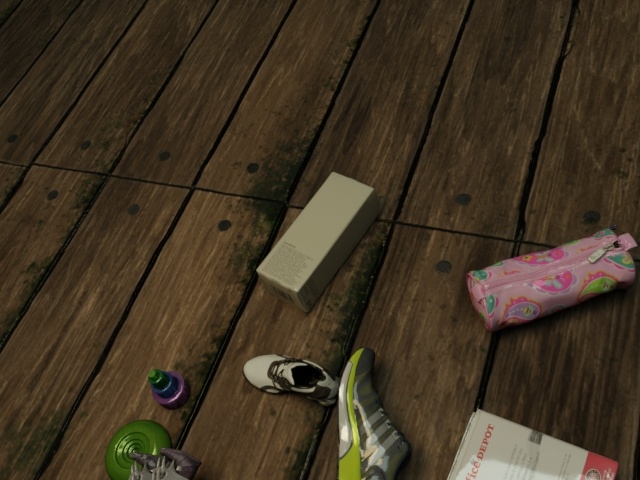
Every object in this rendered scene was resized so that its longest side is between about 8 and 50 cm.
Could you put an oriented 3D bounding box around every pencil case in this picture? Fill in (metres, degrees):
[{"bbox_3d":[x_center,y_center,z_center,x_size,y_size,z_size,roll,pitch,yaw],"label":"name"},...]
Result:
[{"bbox_3d":[0.405,0.067,1.171,0.284,0.124,0.124,-18,54,4],"label":"pencil case"}]

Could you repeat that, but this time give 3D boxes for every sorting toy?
[{"bbox_3d":[-0.357,0.382,1.166,0.127,0.126,0.365,15,63,25],"label":"sorting toy"}]

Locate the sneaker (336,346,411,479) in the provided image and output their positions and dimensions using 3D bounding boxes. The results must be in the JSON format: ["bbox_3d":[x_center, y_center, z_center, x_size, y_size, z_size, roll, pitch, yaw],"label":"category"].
[{"bbox_3d":[0.089,0.323,1.107,0.121,0.111,0.300,0,62,3],"label":"sneaker"}]

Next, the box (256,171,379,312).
[{"bbox_3d":[0.000,0.000,1.346,0.113,0.094,0.275,27,67,29],"label":"box"}]

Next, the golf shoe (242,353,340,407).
[{"bbox_3d":[-0.058,0.236,1.202,0.198,0.094,0.077,7,60,22],"label":"golf shoe"}]

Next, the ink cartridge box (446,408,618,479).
[{"bbox_3d":[0.311,0.374,1.004,0.218,0.092,0.158,18,63,24],"label":"ink cartridge box"}]

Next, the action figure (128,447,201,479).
[{"bbox_3d":[-0.279,0.482,1.055,0.185,0.099,0.285,-34,38,43],"label":"action figure"}]
